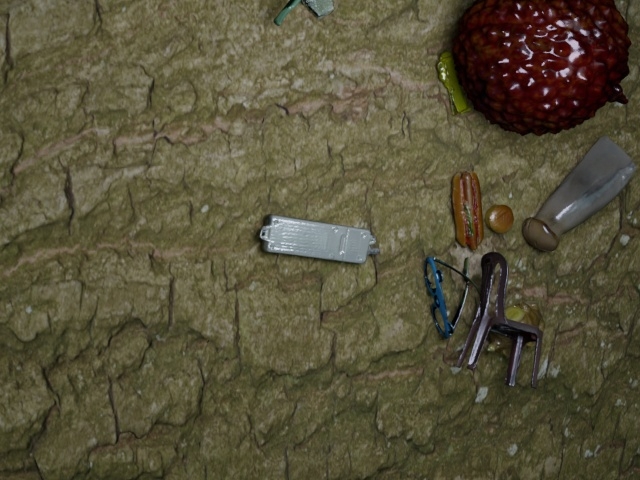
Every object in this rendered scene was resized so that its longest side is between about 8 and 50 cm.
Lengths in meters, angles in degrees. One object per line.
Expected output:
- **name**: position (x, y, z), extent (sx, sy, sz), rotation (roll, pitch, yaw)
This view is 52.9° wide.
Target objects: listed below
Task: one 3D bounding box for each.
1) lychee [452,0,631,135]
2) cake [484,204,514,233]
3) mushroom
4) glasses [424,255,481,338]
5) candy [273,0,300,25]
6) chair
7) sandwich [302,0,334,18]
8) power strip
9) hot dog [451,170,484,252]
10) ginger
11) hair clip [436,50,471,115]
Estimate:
- **lychee**: position (0.583, -0.466, 1.650), extent (0.500, 0.424, 0.424), rotation (18, 90, -15)
- **cake**: position (0.519, -0.062, 1.863), extent (0.084, 0.044, 0.084), rotation (-1, 95, -16)
- **mushroom**: position (0.767, -0.130, 1.884), extent (0.407, 0.154, 0.137), rotation (-47, 148, -6)
- **glasses**: position (0.373, 0.146, 1.830), extent (0.207, 0.102, 0.239), rotation (-19, 101, -44)
- **candy**: position (0.019, -0.700, 1.594), extent (0.119, 0.119, 0.440), rotation (39, 81, -18)
- **chair**: position (0.499, 0.213, 1.737), extent (0.183, 0.175, 0.326), rotation (17, 79, -3)
- **sandwich**: position (-0.013, -0.616, 1.637), extent (0.105, 0.036, 0.093), rotation (6, 93, -19)
- **power strip**: position (0.000, 0.000, 1.692), extent (0.338, 0.058, 0.098), rotation (8, 92, -18)
- **hot dog**: position (0.420, -0.081, 1.819), extent (0.092, 0.062, 0.235), rotation (-14, 100, -20)
- **ginger**: position (0.564, 0.261, 1.880), extent (0.216, 0.102, 0.157), rotation (-30, 127, -16)
- **hair clip**: position (0.368, -0.435, 1.775), extent (0.072, 0.046, 0.173), rotation (-29, 105, -23)
